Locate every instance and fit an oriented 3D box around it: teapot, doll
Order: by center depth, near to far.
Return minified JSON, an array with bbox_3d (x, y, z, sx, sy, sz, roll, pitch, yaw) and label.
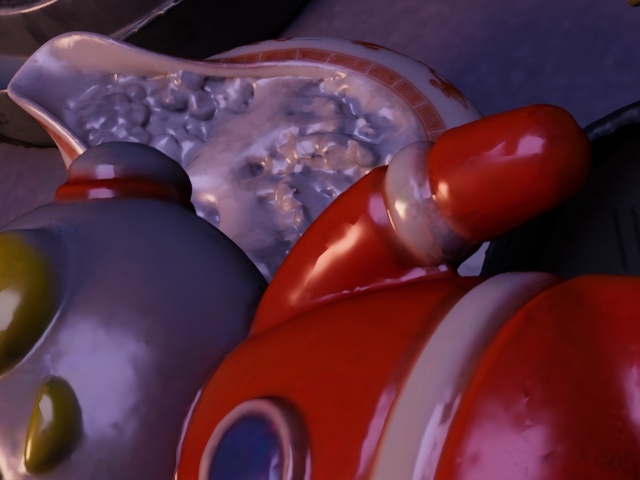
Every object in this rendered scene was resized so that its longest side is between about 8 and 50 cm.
[{"bbox_3d":[-0.026,0.057,0.398,0.336,0.105,0.199,7,84,43],"label":"doll"},{"bbox_3d":[0.000,0.000,0.537,0.246,0.116,0.159,13,46,26],"label":"teapot"}]

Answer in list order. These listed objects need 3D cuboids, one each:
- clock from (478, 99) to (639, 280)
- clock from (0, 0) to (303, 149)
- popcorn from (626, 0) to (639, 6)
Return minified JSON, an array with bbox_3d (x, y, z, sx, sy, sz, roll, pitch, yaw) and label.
[{"bbox_3d":[0.117,0.063,0.370,0.042,0.215,0.215,-16,37,-31],"label":"clock"},{"bbox_3d":[-0.105,-0.188,0.764,0.313,0.061,0.312,-17,54,25],"label":"clock"},{"bbox_3d":[0.203,-0.029,0.389,0.195,0.173,0.168,-16,34,53],"label":"popcorn"}]
